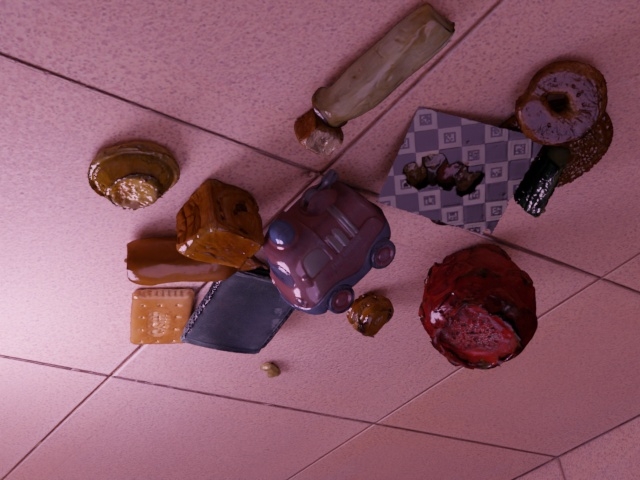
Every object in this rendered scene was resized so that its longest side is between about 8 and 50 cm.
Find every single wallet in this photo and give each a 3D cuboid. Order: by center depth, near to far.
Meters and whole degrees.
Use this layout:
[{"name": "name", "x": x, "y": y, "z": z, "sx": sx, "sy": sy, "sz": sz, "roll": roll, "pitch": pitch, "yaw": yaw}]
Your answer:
[{"name": "wallet", "x": -0.196, "y": 0.172, "z": 2.283, "sx": 0.237, "sy": 0.075, "sz": 0.342, "roll": 11, "pitch": 139, "yaw": -25}]

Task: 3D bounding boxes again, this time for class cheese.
[{"name": "cheese", "x": -0.149, "y": 0.381, "z": 2.632, "sx": 0.044, "sy": 0.030, "sz": 0.083, "roll": -26, "pitch": 149, "yaw": 10}]

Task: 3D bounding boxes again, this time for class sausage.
[{"name": "sausage", "x": -0.284, "y": 0.045, "z": 2.054, "sx": 0.329, "sy": 0.112, "sz": 0.112, "roll": -1, "pitch": 144, "yaw": -13}]

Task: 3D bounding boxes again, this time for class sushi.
[{"name": "sushi", "x": 0.295, "y": -0.157, "z": 1.936, "sx": 0.290, "sy": 0.050, "sz": 0.264, "roll": 14, "pitch": 122, "yaw": -13}]

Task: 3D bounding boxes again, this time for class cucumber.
[{"name": "cucumber", "x": 0.484, "y": -0.124, "z": 1.972, "sx": 0.086, "sy": 0.115, "sz": 0.193, "roll": 36, "pitch": 140, "yaw": 12}]

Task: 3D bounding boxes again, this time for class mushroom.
[{"name": "mushroom", "x": 0.112, "y": -0.317, "z": 1.669, "sx": 0.312, "sy": 0.081, "sz": 0.100, "roll": -35, "pitch": 144, "yaw": 29}]

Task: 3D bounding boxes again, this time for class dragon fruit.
[{"name": "dragon fruit", "x": 0.394, "y": 0.164, "z": 2.240, "sx": 0.296, "sy": 0.301, "sz": 0.295, "roll": -2, "pitch": 142, "yaw": -1}]

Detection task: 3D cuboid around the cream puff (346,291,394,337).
[{"name": "cream puff", "x": 0.131, "y": 0.194, "z": 2.375, "sx": 0.119, "sy": 0.104, "sz": 0.133, "roll": -42, "pitch": 154, "yaw": -10}]

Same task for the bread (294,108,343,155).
[{"name": "bread", "x": -0.005, "y": -0.214, "z": 1.791, "sx": 0.083, "sy": 0.070, "sz": 0.077, "roll": 23, "pitch": 132, "yaw": -35}]

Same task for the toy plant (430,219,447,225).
[{"name": "toy plant", "x": 0.331, "y": -0.081, "z": 2.048, "sx": 0.163, "sy": 0.092, "sz": 0.092, "roll": -5, "pitch": 145, "yaw": -11}]

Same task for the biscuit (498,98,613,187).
[{"name": "biscuit", "x": 0.500, "y": -0.197, "z": 1.973, "sx": 0.306, "sy": 0.038, "sz": 0.305, "roll": -7, "pitch": 145, "yaw": -5}]

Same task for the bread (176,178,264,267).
[{"name": "bread", "x": -0.219, "y": -0.032, "z": 1.937, "sx": 0.158, "sy": 0.149, "sz": 0.143, "roll": 20, "pitch": 133, "yaw": -27}]

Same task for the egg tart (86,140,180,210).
[{"name": "egg tart", "x": -0.381, "y": -0.122, "z": 1.824, "sx": 0.191, "sy": 0.074, "sz": 0.191, "roll": -7, "pitch": 147, "yaw": -4}]

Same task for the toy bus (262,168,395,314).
[{"name": "toy bus", "x": 0.000, "y": 0.000, "z": 1.946, "sx": 0.294, "sy": 0.197, "sz": 0.232, "roll": -45, "pitch": 131, "yaw": -6}]

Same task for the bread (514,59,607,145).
[{"name": "bread", "x": 0.489, "y": -0.278, "z": 1.808, "sx": 0.193, "sy": 0.064, "sz": 0.193, "roll": -1, "pitch": 122, "yaw": -2}]

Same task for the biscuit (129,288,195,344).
[{"name": "biscuit", "x": -0.411, "y": 0.202, "z": 2.308, "sx": 0.160, "sy": 0.030, "sz": 0.249, "roll": 0, "pitch": 144, "yaw": -15}]
